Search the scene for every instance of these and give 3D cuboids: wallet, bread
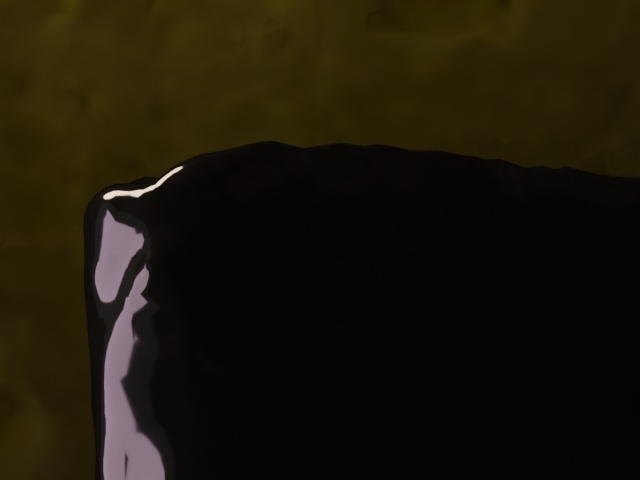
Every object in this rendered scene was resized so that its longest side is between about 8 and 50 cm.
[{"bbox_3d":[0.062,0.189,0.371,0.062,0.228,0.406,-14,76,49],"label":"wallet"},{"bbox_3d":[0.000,0.000,0.691,0.348,0.307,0.348,170,90,-89],"label":"bread"}]
